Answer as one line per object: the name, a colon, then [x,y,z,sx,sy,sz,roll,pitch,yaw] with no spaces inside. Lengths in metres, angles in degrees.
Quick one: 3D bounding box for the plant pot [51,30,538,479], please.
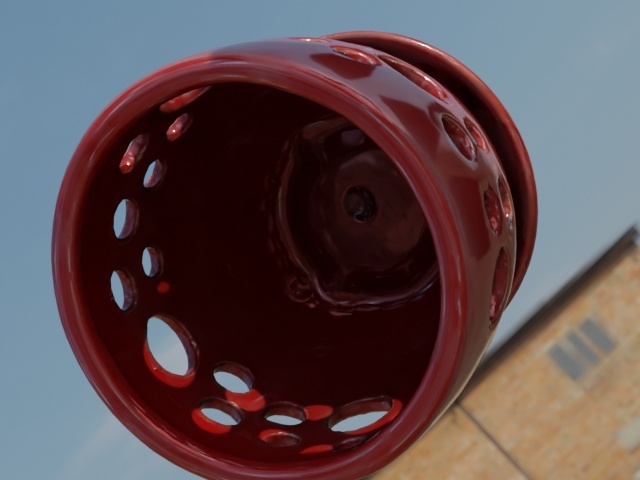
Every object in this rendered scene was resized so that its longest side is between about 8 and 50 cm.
plant pot: [0.000,0.000,0.744,0.191,0.191,0.174,-50,-9,23]
